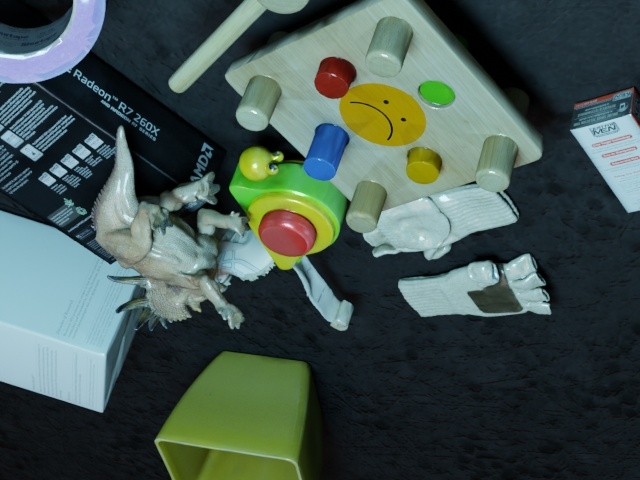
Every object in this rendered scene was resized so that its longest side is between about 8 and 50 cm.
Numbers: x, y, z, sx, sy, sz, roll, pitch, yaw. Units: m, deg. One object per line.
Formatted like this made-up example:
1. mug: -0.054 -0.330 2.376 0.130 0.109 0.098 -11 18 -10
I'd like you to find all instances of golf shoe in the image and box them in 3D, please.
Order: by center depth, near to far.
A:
1. golf shoe: -0.114 0.009 1.691 0.176 0.069 0.086 -20 123 39

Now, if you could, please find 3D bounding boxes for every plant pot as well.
1. plant pot: -0.096 0.285 1.935 0.212 0.187 0.212 7 142 16

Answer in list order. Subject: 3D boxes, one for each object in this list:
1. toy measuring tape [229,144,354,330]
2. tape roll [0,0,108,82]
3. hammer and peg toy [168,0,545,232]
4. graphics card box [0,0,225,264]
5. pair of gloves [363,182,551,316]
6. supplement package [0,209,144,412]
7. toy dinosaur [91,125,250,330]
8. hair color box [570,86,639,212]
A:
1. toy measuring tape: 0.000 0.000 1.592 0.121 0.121 0.330 -6 138 29
2. tape roll: -0.313 -0.263 1.343 0.189 0.080 0.189 -1 120 -2
3. hammer and peg toy: 0.028 -0.170 1.348 0.266 0.127 0.361 -19 130 41
4. graphics card box: -0.328 -0.135 1.568 0.371 0.094 0.233 36 139 -22
5. pair of gloves: 0.164 0.021 1.609 0.204 0.042 0.240 -6 137 29
6. supplement package: -0.411 0.089 1.821 0.293 0.175 0.177 18 145 0
7. toy dinosaur: -0.197 0.009 1.531 0.200 0.127 0.295 -8 133 40
8. hair color box: 0.331 -0.094 1.388 0.072 0.043 0.141 -13 135 35
